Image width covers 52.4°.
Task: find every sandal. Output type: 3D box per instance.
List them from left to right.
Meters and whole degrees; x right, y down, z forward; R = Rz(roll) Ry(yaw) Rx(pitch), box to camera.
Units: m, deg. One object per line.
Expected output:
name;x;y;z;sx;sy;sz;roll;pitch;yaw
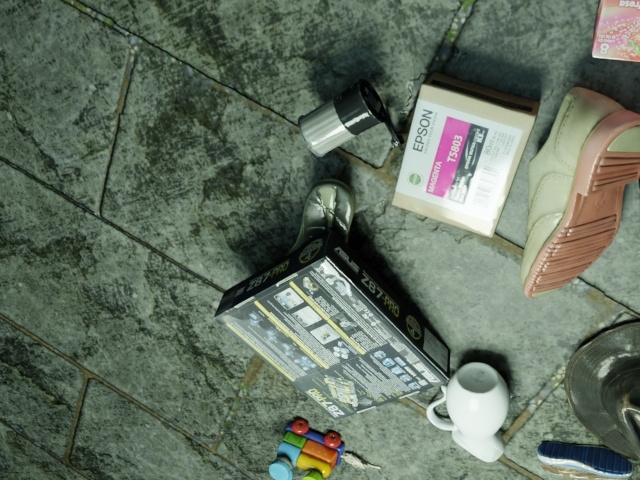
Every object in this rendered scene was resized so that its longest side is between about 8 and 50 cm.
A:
sandal;0.002;0.000;1.312;0.120;0.086;0.303;20;125;-3

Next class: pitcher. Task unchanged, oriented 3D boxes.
pitcher;0.300;0.344;1.351;0.178;0.125;0.207;14;134;28

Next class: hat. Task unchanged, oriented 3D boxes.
hat;0.609;0.319;1.185;0.331;0.134;0.331;11;121;19

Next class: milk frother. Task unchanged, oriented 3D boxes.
milk frother;0.060;-0.194;1.157;0.135;0.129;0.143;-26;97;29

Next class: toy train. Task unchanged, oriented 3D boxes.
toy train;0.009;0.545;1.566;0.248;0.143;0.105;19;123;14

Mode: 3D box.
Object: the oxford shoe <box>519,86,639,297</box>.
oxford shoe;0.412;-0.068;1.090;0.397;0.140;0.146;100;150;-41

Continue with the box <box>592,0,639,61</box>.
box;0.532;-0.315;0.868;0.300;0.154;0.142;11;120;17

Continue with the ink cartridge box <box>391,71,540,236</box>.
ink cartridge box;0.245;-0.147;1.125;0.193;0.088;0.234;18;123;13

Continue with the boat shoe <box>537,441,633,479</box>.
boat shoe;0.543;0.462;1.337;0.183;0.066;0.066;4;123;33

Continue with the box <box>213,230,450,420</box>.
box;0.028;0.196;1.346;0.318;0.097;0.395;-31;116;32

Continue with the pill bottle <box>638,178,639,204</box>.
pill bottle;0.575;-0.007;1.030;0.123;0.123;0.219;-4;114;26
